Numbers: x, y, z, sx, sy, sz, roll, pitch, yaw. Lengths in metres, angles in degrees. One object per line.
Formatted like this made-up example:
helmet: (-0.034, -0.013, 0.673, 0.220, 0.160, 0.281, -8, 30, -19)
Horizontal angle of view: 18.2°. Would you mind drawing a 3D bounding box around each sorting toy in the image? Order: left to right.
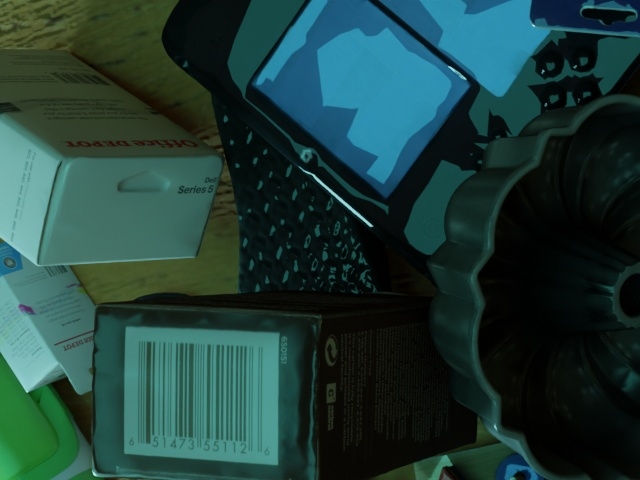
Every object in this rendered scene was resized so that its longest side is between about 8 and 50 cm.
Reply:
sorting toy: (0.149, 0.257, 1.837, 0.274, 0.046, 0.132, -14, 83, 19)

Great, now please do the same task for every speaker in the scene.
speaker: (-0.350, 0.168, 2.105, 0.131, 0.131, 0.296, -41, 78, 31)

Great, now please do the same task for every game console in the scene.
game console: (0.080, -0.195, 1.762, 0.386, 0.060, 0.342, 41, 102, 18)

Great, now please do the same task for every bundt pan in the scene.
bundt pan: (0.223, 0.036, 1.642, 0.124, 0.331, 0.331, 14, 109, 58)

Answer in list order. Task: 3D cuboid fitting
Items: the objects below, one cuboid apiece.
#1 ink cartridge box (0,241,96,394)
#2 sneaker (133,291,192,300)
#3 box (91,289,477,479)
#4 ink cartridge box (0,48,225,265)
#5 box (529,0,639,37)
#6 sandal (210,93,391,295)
ink cartridge box: (-0.283, 0.087, 2.059, 0.061, 0.104, 0.181, -41, 78, 31)
sneaker: (-0.098, 0.176, 1.968, 0.300, 0.111, 0.121, 49, 124, 16)
box: (-0.016, 0.113, 1.617, 0.191, 0.381, 0.143, 2, 93, 23)
ink cartridge box: (-0.255, -0.084, 1.912, 0.273, 0.198, 0.114, 34, 116, 40)
box: (0.253, -0.277, 1.650, 0.136, 0.036, 0.225, 7, 85, 18)
sandal: (0.002, -0.002, 1.884, 0.167, 0.107, 0.445, -11, 82, 34)
